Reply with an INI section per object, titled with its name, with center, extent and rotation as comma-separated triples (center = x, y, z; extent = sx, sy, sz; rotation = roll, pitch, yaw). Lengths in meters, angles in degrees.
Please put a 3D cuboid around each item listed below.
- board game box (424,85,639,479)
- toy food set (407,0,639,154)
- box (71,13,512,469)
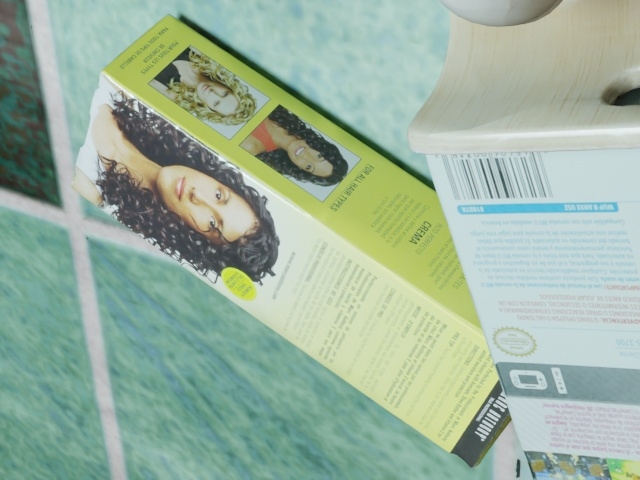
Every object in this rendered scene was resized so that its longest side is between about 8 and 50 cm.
[board game box]
center = 0.193, 0.065, 0.645
extent = 0.224, 0.097, 0.303
rotation = 1, 122, 36
[toy food set]
center = 0.092, -0.177, 0.502
extent = 0.220, 0.092, 0.306
rotation = 0, 112, 36
[box]
center = 0.000, 0.000, 0.759
extent = 0.232, 0.058, 0.087
rotation = 33, 140, 9
